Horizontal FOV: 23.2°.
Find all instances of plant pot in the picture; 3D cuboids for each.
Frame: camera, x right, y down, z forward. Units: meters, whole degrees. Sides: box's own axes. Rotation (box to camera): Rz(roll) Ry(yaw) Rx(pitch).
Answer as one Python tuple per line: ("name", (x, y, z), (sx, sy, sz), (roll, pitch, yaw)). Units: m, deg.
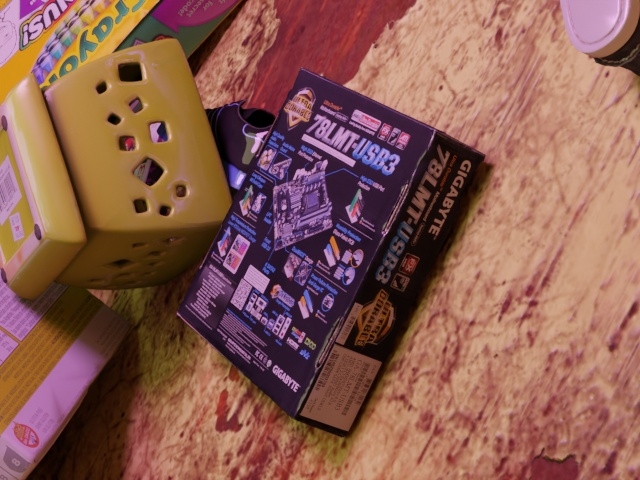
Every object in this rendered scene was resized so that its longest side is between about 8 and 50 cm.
("plant pot", (-0.251, -0.067, 1.701), (0.228, 0.207, 0.227), (-38, 68, 57))

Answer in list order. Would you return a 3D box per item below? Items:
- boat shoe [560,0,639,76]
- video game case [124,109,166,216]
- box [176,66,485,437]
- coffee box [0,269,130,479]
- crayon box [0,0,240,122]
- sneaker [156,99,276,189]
("boat shoe", (0.250, -0.250, 1.312), (0.095, 0.079, 0.254), (-34, 46, 37))
("video game case", (-0.262, -0.056, 1.965), (0.232, 0.042, 0.210), (-12, 58, 53))
("box", (0.000, 0.000, 1.517), (0.293, 0.073, 0.295), (-63, 32, 3))
("coffee box", (-0.474, 0.174, 1.732), (0.337, 0.334, 0.338), (-50, 5, 24))
("crayon box", (-0.303, -0.285, 2.016), (0.363, 0.106, 0.313), (-46, 44, 12))
("sneaker", (-0.101, -0.116, 1.742), (0.232, 0.081, 0.090), (33, 94, 51))
